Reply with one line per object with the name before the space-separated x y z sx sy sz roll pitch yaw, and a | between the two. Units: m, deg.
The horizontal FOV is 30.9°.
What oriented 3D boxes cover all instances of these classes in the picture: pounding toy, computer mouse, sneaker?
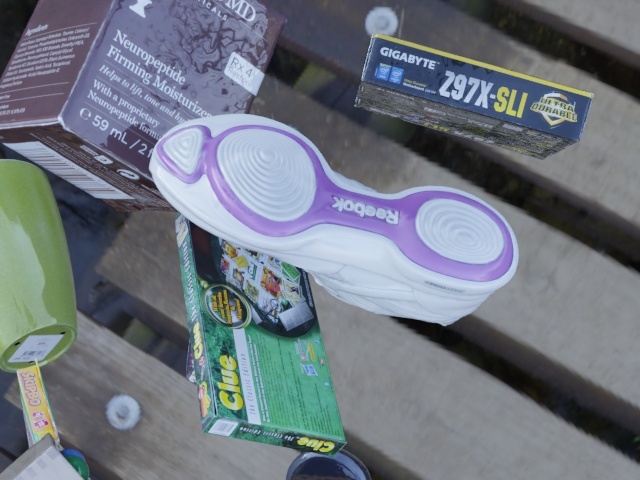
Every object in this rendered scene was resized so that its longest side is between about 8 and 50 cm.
pounding toy | -0.271 0.307 1.297 0.094 0.206 0.181 -41 98 -13
computer mouse | 0.013 0.392 1.621 0.188 0.072 0.272 6 114 14
sneaker | 0.000 0.000 0.956 0.305 0.152 0.114 21 60 -1

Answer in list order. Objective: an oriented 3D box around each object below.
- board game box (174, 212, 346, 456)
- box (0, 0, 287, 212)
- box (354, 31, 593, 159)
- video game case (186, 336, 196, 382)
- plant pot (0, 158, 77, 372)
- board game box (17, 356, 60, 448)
board game box | -0.061 0.078 1.089 0.136 0.030 0.260 19 39 -29
box | -0.170 -0.150 1.054 0.168 0.167 0.203 32 72 -36
box | 0.215 -0.208 1.721 0.321 0.257 0.079 16 90 1
video game case | -0.159 0.098 1.979 0.041 0.210 0.232 19 39 9
plant pot | -0.525 0.064 1.940 0.274 0.275 0.294 -29 66 -7
board game box | -0.358 0.277 1.510 0.039 0.259 0.124 -11 47 -20
